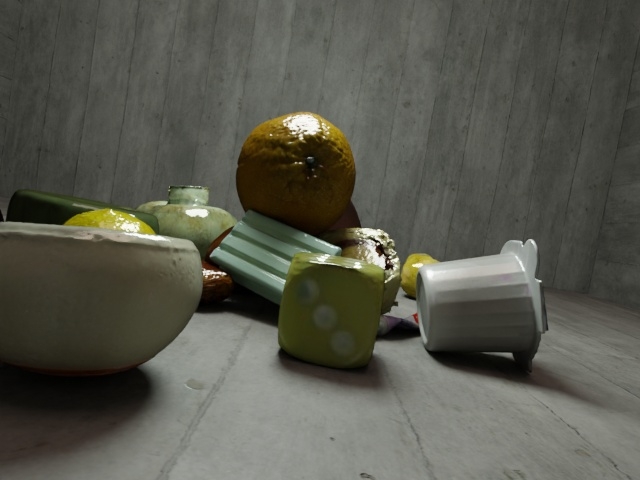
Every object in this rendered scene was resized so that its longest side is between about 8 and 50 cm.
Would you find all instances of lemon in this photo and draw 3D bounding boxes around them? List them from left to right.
[{"bbox_3d":[-0.371,0.042,0.849,0.192,0.192,0.231,10,-3,6],"label":"lemon"}]

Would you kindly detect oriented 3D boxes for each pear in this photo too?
[{"bbox_3d":[0.367,0.127,1.722,0.178,0.178,0.178,10,3,-1],"label":"pear"}]

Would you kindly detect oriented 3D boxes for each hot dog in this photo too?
[{"bbox_3d":[-0.298,0.084,1.098,0.226,0.099,0.160,17,6,30],"label":"hot dog"}]

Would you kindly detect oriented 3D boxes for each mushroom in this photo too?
[{"bbox_3d":[-0.420,-0.040,1.518,0.352,0.260,0.352,4,4,0],"label":"mushroom"}]

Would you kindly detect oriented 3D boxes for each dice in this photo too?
[{"bbox_3d":[0.022,0.117,0.865,0.166,0.169,0.169,9,3,4],"label":"dice"}]

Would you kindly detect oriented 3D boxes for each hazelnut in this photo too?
[{"bbox_3d":[-0.206,0.052,1.297,0.204,0.178,0.178,29,-10,-40],"label":"hazelnut"}]

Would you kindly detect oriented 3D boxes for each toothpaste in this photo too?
[{"bbox_3d":[0.196,0.195,1.148,0.075,0.048,0.301,7,-1,38],"label":"toothpaste"}]

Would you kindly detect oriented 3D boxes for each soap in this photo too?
[{"bbox_3d":[-0.097,0.048,1.101,0.265,0.160,0.087,23,-28,27],"label":"soap"}]

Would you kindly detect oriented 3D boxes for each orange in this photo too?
[{"bbox_3d":[-0.061,-0.169,1.254,0.322,0.322,0.357,9,-7,-11],"label":"orange"}]

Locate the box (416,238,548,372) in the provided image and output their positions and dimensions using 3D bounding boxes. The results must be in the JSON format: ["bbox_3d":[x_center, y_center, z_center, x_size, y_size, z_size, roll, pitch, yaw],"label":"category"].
[{"bbox_3d":[0.309,0.122,0.993,0.206,0.262,0.291,-6,-40,3],"label":"box"}]

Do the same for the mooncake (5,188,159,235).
[{"bbox_3d":[-0.571,-0.008,1.186,0.351,0.187,0.351,13,3,-1],"label":"mooncake"}]

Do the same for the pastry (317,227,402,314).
[{"bbox_3d":[0.074,0.095,1.195,0.256,0.170,0.237,-12,37,14],"label":"pastry"}]

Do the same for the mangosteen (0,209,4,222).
[{"bbox_3d":[-0.649,0.000,0.797,0.228,0.228,0.265,7,-34,-36],"label":"mangosteen"}]

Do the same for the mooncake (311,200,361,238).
[{"bbox_3d":[0.000,0.000,1.544,0.174,0.326,0.334,-2,-14,30],"label":"mooncake"}]

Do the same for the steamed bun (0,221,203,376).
[{"bbox_3d":[-0.292,0.074,0.608,0.283,0.177,0.283,5,-3,0],"label":"steamed bun"}]
